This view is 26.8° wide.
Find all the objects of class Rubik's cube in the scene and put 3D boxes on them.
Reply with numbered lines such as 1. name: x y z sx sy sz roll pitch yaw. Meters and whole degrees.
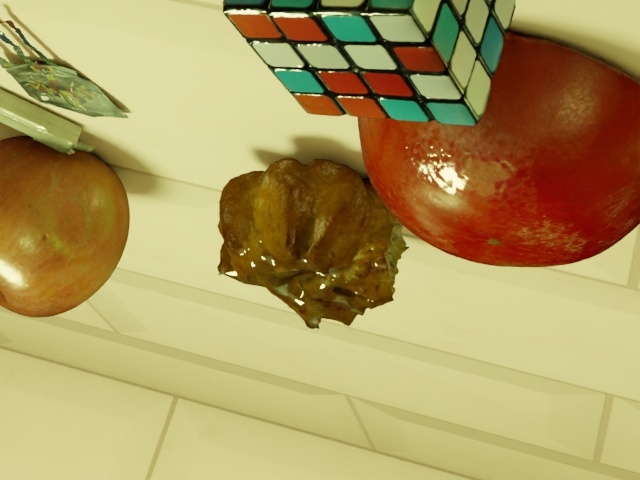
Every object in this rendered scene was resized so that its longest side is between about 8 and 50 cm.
1. Rubik's cube: 0.045 -0.189 0.972 0.151 0.154 0.155 6 159 29

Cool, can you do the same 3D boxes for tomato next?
1. tomato: 0.168 -0.062 1.253 0.338 0.144 0.338 15 164 5

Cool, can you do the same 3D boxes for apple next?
1. apple: -0.377 -0.028 1.774 0.253 0.254 0.253 16 162 5

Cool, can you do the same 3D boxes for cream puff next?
1. cream puff: 0.000 0.000 1.590 0.241 0.155 0.269 -6 144 41

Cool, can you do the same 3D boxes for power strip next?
1. power strip: -0.368 -0.153 1.670 0.191 0.030 0.047 25 159 -21

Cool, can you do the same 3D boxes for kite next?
1. kite: -0.325 -0.197 1.526 0.141 0.015 0.245 8 163 25
